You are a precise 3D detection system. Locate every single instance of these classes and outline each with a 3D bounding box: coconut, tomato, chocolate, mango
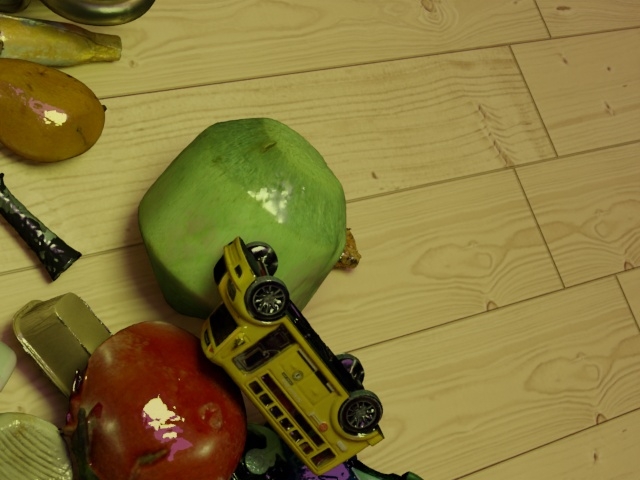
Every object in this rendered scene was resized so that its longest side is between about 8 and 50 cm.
[{"bbox_3d":[-0.124,-0.015,1.915,0.281,0.328,0.328,5,62,-63],"label":"coconut"},{"bbox_3d":[-0.190,0.260,1.753,0.309,0.170,0.309,-1,91,-51],"label":"tomato"},{"bbox_3d":[-0.410,-0.304,1.995,0.219,0.085,0.085,-3,70,-37],"label":"chocolate"},{"bbox_3d":[-0.430,-0.194,1.905,0.227,0.109,0.147,17,70,-20],"label":"mango"}]

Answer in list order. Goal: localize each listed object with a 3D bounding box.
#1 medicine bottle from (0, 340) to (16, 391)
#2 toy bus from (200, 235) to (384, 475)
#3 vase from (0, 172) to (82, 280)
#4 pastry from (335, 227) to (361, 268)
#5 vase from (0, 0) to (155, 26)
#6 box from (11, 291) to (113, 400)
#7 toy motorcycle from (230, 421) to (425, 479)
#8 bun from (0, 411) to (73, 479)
[{"bbox_3d":[-0.538,0.173,1.581,0.241,0.252,0.252,38,54,-11],"label":"medicine bottle"},{"bbox_3d":[-0.052,0.158,1.758,0.331,0.151,0.145,52,6,-23],"label":"toy bus"},{"bbox_3d":[-0.422,-0.020,1.862,0.167,0.059,0.059,46,53,-4],"label":"vase"},{"bbox_3d":[0.000,0.000,2.112,0.140,0.056,0.080,12,51,-24],"label":"pastry"},{"bbox_3d":[-0.383,-0.440,1.951,0.302,0.241,0.329,-34,68,-31],"label":"vase"},{"bbox_3d":[-0.351,0.155,1.807,0.177,0.111,0.111,51,53,-7],"label":"box"},{"bbox_3d":[0.013,0.349,1.925,0.331,0.125,0.196,30,57,-12],"label":"toy motorcycle"},{"bbox_3d":[-0.415,0.309,1.688,0.183,0.102,0.183,5,84,-44],"label":"bun"}]
